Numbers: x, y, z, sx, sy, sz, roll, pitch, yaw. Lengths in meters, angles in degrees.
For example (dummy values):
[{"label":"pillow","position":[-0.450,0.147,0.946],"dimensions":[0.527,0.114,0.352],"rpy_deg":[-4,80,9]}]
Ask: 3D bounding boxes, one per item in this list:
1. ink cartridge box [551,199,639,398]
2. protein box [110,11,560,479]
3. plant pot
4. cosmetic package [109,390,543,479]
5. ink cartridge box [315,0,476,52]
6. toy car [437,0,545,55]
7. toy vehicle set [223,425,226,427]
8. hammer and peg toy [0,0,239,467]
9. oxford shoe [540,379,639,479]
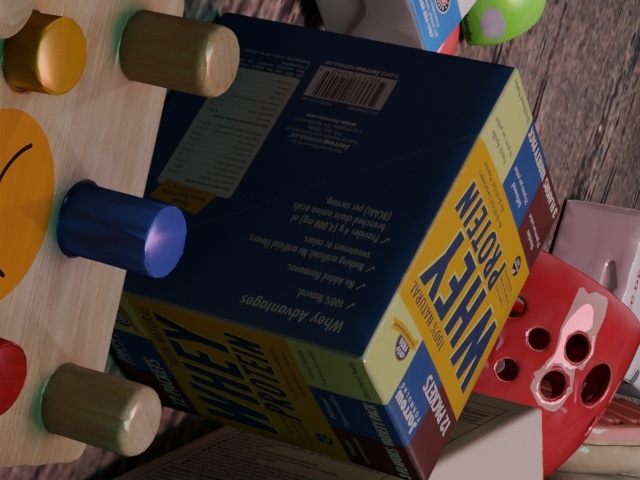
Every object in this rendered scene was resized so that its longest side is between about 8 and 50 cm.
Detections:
[{"label":"ink cartridge box","position":[0.269,0.057,1.776],"dimensions":[0.191,0.082,0.139],"rpy_deg":[32,74,-60]},{"label":"protein box","position":[0.000,0.000,1.124],"dimensions":[0.201,0.200,0.136],"rpy_deg":[-61,148,-26]},{"label":"plant pot","position":[0.110,0.098,1.394],"dimensions":[0.174,0.191,0.191],"rpy_deg":[-62,150,-10]},{"label":"cosmetic package","position":[-0.016,0.181,1.164],"dimensions":[0.309,0.160,0.113],"rpy_deg":[-19,112,-46]},{"label":"ink cartridge box","position":[0.075,-0.238,1.270],"dimensions":[0.231,0.078,0.134],"rpy_deg":[-53,136,-37]},{"label":"toy car","position":[0.115,-0.146,1.428],"dimensions":[0.225,0.053,0.239],"rpy_deg":[-57,147,-32]},{"label":"toy vehicle set","position":[-0.058,0.252,1.306],"dimensions":[0.267,0.035,0.166],"rpy_deg":[-67,151,-17]},{"label":"hammer and peg toy","position":[-0.169,0.036,0.908],"dimensions":[0.266,0.127,0.361],"rpy_deg":[6,97,-64]},{"label":"oxford shoe","position":[0.261,0.218,1.781],"dimensions":[0.397,0.140,0.146],"rpy_deg":[23,89,-60]}]
